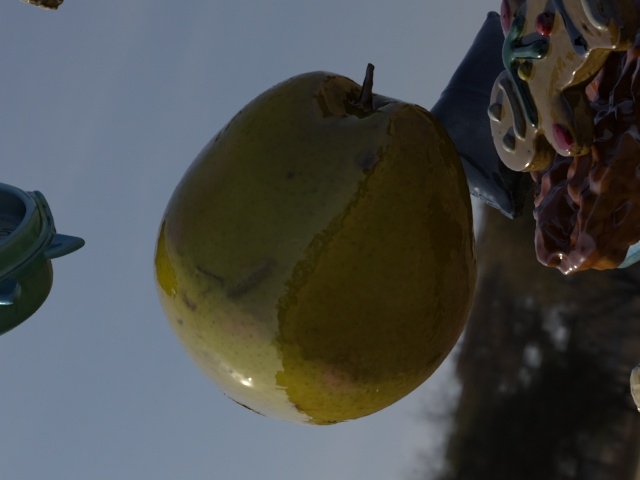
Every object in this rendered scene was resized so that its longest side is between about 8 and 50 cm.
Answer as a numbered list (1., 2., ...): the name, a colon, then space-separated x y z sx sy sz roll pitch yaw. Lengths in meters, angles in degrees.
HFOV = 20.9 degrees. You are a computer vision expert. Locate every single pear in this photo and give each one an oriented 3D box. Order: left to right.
1. pear: 0.009 0.005 1.510 0.336 0.285 0.285 -42 6 27

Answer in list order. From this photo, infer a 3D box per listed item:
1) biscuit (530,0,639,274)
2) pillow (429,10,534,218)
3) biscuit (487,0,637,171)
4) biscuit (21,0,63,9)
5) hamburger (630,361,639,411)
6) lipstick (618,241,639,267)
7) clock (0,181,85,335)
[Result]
1. biscuit: 0.316 -0.141 1.754 0.312 0.110 0.318 -78 12 -66
2. pillow: 0.221 -0.160 2.118 0.250 0.186 0.106 -58 -28 -16
3. biscuit: 0.215 -0.174 1.654 0.301 0.049 0.197 109 151 -54
4. biscuit: -0.338 -0.325 2.053 0.070 0.082 0.168 -58 22 12
5. hamburger: 0.394 0.145 1.405 0.144 0.283 0.259 -54 19 -12
6. lipstick: 0.366 -0.040 1.769 0.068 0.061 0.274 -60 8 -26
7. clock: -0.361 0.029 1.664 0.223 0.274 0.094 -44 -48 -45
